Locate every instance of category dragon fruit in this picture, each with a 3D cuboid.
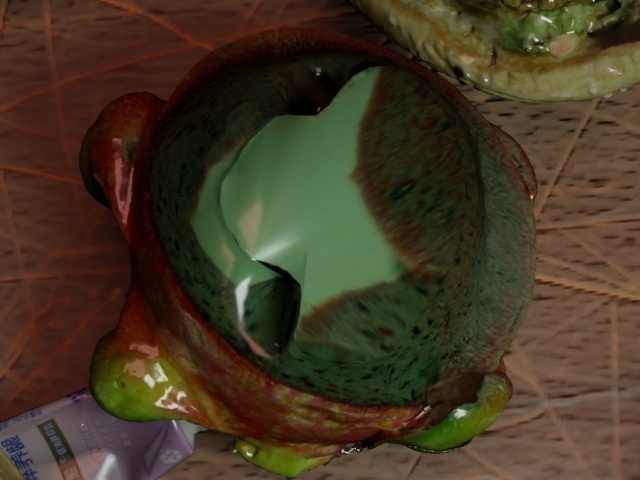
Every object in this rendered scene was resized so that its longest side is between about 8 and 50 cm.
[{"bbox_3d":[0.000,0.000,1.000,0.268,0.130,0.295,47,61,2],"label":"dragon fruit"}]

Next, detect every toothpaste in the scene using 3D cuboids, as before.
[{"bbox_3d":[-0.187,0.138,1.012,0.301,0.048,0.075,-21,80,-7],"label":"toothpaste"}]

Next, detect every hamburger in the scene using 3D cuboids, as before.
[{"bbox_3d":[0.096,-0.192,1.023,0.192,0.167,0.288,-23,47,-4],"label":"hamburger"}]

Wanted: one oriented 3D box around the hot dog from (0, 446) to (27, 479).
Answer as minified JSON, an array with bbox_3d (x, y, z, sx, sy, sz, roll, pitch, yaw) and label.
[{"bbox_3d":[-0.263,0.115,0.965,0.163,0.082,0.270,-35,62,-11],"label":"hot dog"}]
